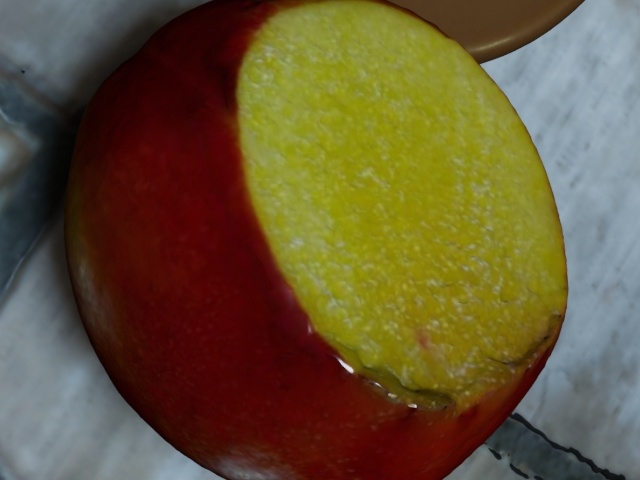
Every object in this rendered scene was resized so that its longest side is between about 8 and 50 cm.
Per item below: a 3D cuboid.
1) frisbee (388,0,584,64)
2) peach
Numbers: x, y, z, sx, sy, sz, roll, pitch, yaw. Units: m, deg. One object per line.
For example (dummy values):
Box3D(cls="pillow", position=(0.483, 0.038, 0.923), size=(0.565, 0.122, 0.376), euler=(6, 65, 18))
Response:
Box3D(cls="frisbee", position=(0.048, -0.197, 0.771), size=(0.251, 0.021, 0.251), euler=(-4, 99, -28))
Box3D(cls="peach", position=(0.000, 0.000, 0.680), size=(0.190, 0.192, 0.190), euler=(-12, 110, -35))
